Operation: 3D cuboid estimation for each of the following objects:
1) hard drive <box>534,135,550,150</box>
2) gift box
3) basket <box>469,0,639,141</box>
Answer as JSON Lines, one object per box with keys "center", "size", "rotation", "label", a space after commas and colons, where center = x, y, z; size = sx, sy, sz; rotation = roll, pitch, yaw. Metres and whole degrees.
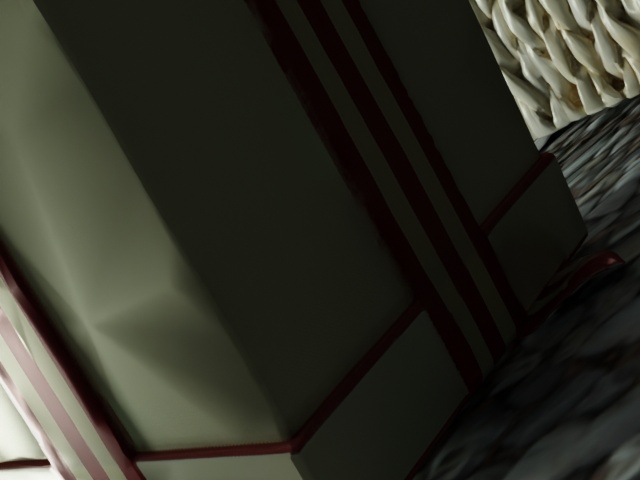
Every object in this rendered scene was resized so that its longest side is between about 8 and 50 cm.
{"center": [0.181, -0.108, 1.093], "size": [0.233, 0.047, 0.353], "rotation": [-41, 3, 33], "label": "hard drive"}
{"center": [-0.042, -0.006, 0.441], "size": [0.276, 0.258, 0.255], "rotation": [-10, 24, 47], "label": "gift box"}
{"center": [0.135, -0.266, 0.779], "size": [0.266, 0.328, 0.331], "rotation": [-22, 17, 41], "label": "basket"}
